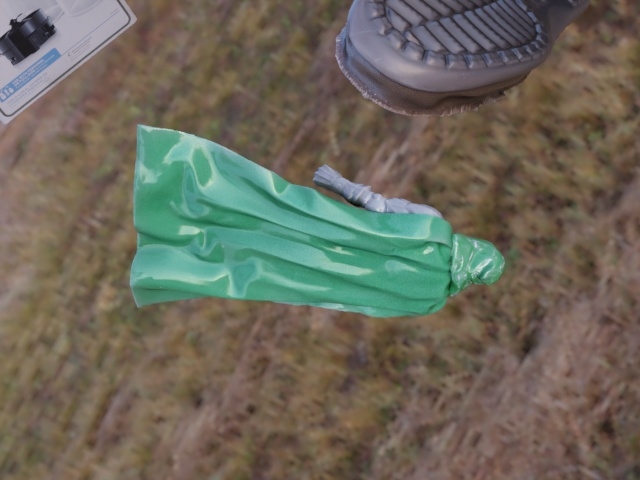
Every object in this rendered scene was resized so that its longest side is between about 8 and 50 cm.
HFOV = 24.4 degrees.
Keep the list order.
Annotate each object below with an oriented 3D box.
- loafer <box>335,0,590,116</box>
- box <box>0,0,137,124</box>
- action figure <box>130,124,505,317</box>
[{"bbox_3d":[0.114,-0.153,1.191,0.130,0.134,0.366,-53,-13,30],"label":"loafer"},{"bbox_3d":[-0.312,-0.262,1.323,0.169,0.290,0.087,-38,44,-6],"label":"box"},{"bbox_3d":[0.000,0.000,0.927,0.063,0.232,0.137,-70,-12,-51],"label":"action figure"}]
